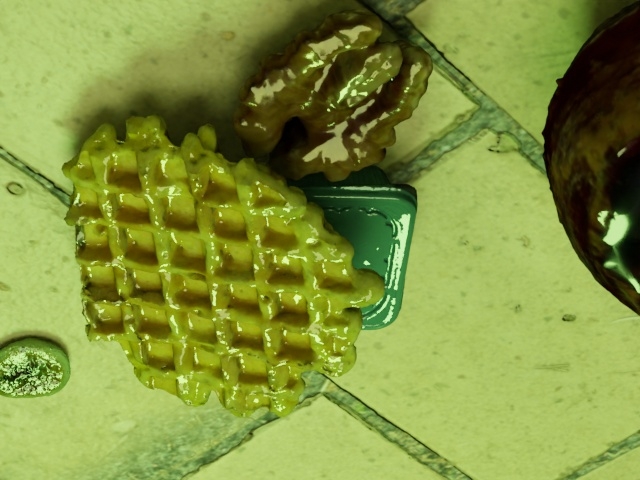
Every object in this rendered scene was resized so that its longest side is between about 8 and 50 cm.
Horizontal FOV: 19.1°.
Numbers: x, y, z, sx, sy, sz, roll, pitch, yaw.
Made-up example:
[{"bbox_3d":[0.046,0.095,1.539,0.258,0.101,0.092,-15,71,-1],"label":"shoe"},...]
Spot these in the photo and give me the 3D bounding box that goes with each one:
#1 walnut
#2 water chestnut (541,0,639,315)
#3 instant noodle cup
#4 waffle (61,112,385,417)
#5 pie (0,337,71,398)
[{"bbox_3d":[0.009,-0.123,1.585,0.170,0.069,0.143,-39,128,25],"label":"walnut"},{"bbox_3d":[0.360,-0.049,1.558,0.350,0.302,0.350,-2,134,-2],"label":"water chestnut"},{"bbox_3d":[0.000,0.000,1.708,0.157,0.070,0.179,-1,136,-8],"label":"instant noodle cup"},{"bbox_3d":[-0.104,0.033,1.661,0.307,0.060,0.312,33,133,-7],"label":"waffle"},{"bbox_3d":[-0.280,0.125,1.817,0.084,0.021,0.084,-6,136,-6],"label":"pie"}]
